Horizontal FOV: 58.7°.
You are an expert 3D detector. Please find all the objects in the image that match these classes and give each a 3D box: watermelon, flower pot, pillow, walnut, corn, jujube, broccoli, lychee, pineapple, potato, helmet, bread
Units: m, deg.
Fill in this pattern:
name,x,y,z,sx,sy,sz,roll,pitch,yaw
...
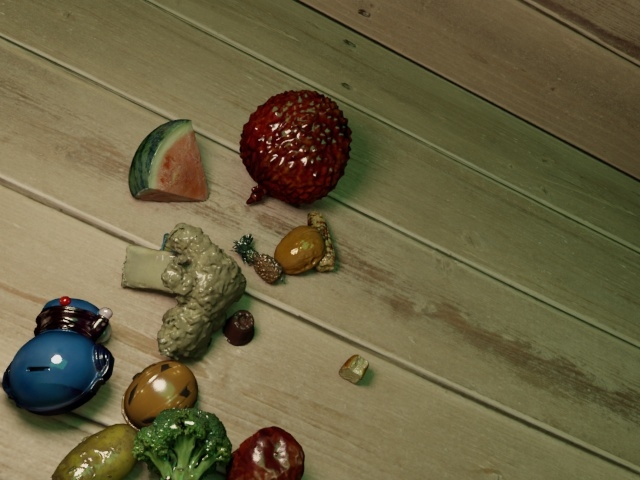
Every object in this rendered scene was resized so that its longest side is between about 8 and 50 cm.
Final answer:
name,x,y,z,sx,sy,sz,roll,pitch,yaw
watermelon,-0.520,-0.264,1.993,0.292,0.250,0.283,16,59,-11
flower pot,-0.256,0.275,1.846,0.111,0.089,0.111,12,54,-17
pillow,-0.530,0.091,1.797,0.181,0.134,0.078,9,13,3
walnut,-0.078,0.024,2.047,0.211,0.087,0.167,-41,66,-14
corn,0.000,0.000,2.149,0.086,0.086,0.253,2,56,-23
jujube,-0.154,0.629,1.565,0.213,0.232,0.213,13,52,-17
broccoli,-0.364,0.571,1.496,0.270,0.270,0.270,13,43,-15
lychee,-0.106,-0.322,2.120,0.424,0.424,0.500,35,95,1
pineapple,-0.211,0.068,2.008,0.221,0.083,0.103,41,67,6
potato,-0.577,0.581,1.490,0.149,0.113,0.251,40,43,15
helmet,-0.453,0.436,1.629,0.224,0.130,0.198,-33,73,-35
bread,0.111,0.429,1.912,0.076,0.083,0.070,33,48,-1

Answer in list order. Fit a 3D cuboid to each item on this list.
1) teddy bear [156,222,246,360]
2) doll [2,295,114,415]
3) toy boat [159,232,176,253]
name,x,y,z,sx,sy,sz,roll,pitch,yaw
teddy bear,-0.389,0.183,1.735,0.224,0.357,0.367,21,67,34
doll,-0.697,0.318,1.540,0.284,0.240,0.310,-3,57,2
toy boat,-0.472,0.068,1.883,0.088,0.102,0.215,-16,65,-34
